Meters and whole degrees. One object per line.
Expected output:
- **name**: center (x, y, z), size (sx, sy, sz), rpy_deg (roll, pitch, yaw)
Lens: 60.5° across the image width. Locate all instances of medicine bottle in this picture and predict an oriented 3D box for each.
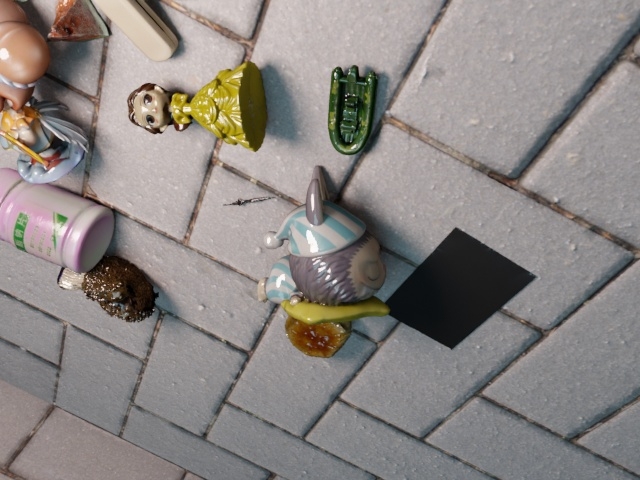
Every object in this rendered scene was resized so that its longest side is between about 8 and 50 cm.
- **medicine bottle**: center (-0.792, -0.057, 1.584), size (0.326, 0.212, 0.212), rpy_deg (23, 130, 0)

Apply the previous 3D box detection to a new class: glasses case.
- **glasses case**: center (-0.399, -0.477, 1.194), size (0.083, 0.050, 0.196), rpy_deg (-10, 139, 34)

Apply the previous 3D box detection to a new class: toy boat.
- **toy boat**: center (0.067, -0.285, 1.211), size (0.104, 0.052, 0.210), rpy_deg (11, 128, 8)

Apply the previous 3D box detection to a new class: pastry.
- **pastry**: center (-0.007, 0.257, 1.628), size (0.182, 0.093, 0.192), rpy_deg (33, 126, -6)

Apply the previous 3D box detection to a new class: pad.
- **pad**: center (0.353, 0.143, 1.472), size (0.248, 0.007, 0.367), rpy_deg (30, 129, -5)

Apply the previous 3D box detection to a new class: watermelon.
- **watermelon**: center (-0.558, -0.473, 1.241), size (0.098, 0.158, 0.121), rpy_deg (-17, 146, 29)

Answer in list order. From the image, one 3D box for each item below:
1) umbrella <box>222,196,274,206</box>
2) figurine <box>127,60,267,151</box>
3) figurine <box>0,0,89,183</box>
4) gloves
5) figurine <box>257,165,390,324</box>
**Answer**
- **umbrella**: center (-0.191, -0.105, 1.464), size (0.149, 0.022, 0.022), rpy_deg (-6, 87, 14)
- **figurine**: center (-0.296, -0.300, 1.249), size (0.315, 0.168, 0.187), rpy_deg (3, 136, 15)
- **figurine**: center (-0.704, -0.335, 1.291), size (0.277, 0.248, 0.388), rpy_deg (43, 164, 32)
- **gloves**: center (-0.640, 0.135, 1.682), size (0.312, 0.210, 0.135), rpy_deg (23, 107, 0)
- **figurine**: center (0.000, 0.000, 1.403), size (0.361, 0.266, 0.377), rpy_deg (7, 98, 46)
